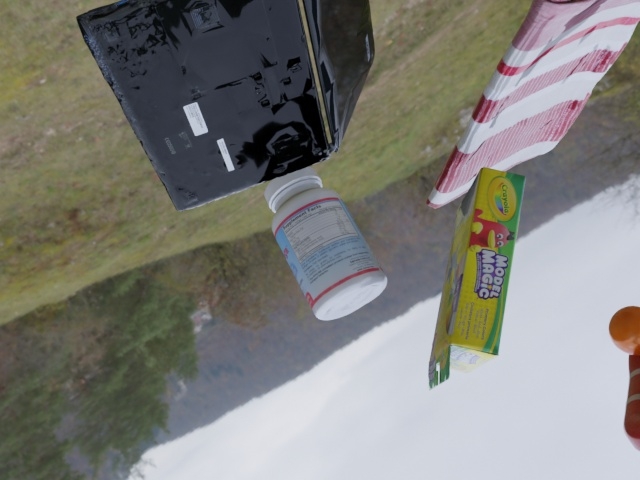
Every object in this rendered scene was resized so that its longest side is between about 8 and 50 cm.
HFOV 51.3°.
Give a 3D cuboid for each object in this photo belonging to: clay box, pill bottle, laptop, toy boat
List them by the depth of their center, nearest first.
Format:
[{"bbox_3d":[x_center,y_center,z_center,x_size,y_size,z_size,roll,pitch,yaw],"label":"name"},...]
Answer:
[{"bbox_3d":[-0.058,-0.185,0.623,0.264,0.136,0.234,-21,143,-4],"label":"laptop"},{"bbox_3d":[0.162,0.050,0.709,0.127,0.053,0.222,91,12,-72],"label":"clay box"},{"bbox_3d":[0.000,0.000,0.735,0.087,0.160,0.087,-24,158,-10],"label":"pill bottle"},{"bbox_3d":[0.410,0.138,0.796,0.151,0.151,0.231,-47,176,34],"label":"toy boat"}]

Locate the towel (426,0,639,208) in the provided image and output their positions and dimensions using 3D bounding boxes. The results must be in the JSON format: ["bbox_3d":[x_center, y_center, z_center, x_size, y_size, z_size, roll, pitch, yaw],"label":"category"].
[{"bbox_3d":[0.263,-0.175,0.778,0.237,0.037,0.329,-27,157,-27],"label":"towel"}]
